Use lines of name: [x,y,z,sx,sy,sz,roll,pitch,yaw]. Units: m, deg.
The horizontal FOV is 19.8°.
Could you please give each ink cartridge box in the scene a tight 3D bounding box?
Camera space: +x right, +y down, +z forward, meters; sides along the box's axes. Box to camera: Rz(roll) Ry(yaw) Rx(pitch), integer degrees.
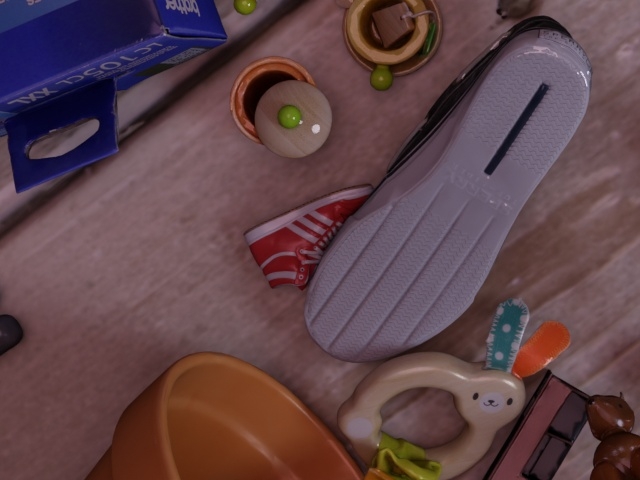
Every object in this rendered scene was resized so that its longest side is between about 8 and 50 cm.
ink cartridge box: [-0.253,-0.243,1.504,0.270,0.151,0.395,-20,88,18]

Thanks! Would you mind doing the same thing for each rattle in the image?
rattle: [0.111,0.148,1.465,0.199,0.143,0.130,-26,102,17]

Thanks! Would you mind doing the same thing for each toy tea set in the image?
toy tea set: [0.008,-0.235,1.507,0.200,0.124,0.336,0,89,7]

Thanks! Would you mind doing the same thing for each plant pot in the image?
plant pot: [-0.092,0.263,1.453,0.203,0.291,0.291,-39,85,21]

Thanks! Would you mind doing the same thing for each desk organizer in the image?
desk organizer: [0.178,0.177,1.523,0.050,0.047,0.130,31,93,4]

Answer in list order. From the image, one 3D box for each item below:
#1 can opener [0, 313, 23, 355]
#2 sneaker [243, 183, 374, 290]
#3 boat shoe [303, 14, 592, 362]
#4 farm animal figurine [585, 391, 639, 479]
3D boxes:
can opener: [-0.391,0.133,1.564,0.283,0.095,0.076,-33,87,5]
sneaker: [0.000,0.000,1.547,0.118,0.042,0.067,-24,83,13]
boat shoe: [0.112,-0.038,1.502,0.121,0.119,0.335,37,113,-7]
farm animal figurine: [0.373,0.122,1.442,0.327,0.172,0.330,36,108,-12]
